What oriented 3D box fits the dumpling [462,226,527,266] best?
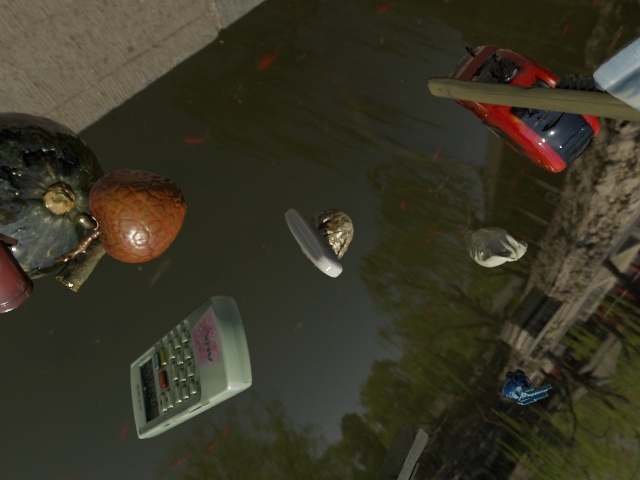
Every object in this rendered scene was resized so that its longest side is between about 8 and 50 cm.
[{"bbox_3d":[0.444,0.016,1.151,0.169,0.134,0.100,145,-56,-83],"label":"dumpling"}]

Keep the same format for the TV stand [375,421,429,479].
[{"bbox_3d":[0.107,0.433,0.776,0.040,0.049,0.256,45,60,-20],"label":"TV stand"}]

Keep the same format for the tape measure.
[{"bbox_3d":[0.353,-0.232,0.816,0.114,0.253,0.260,-50,-168,19],"label":"tape measure"}]

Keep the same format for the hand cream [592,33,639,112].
[{"bbox_3d":[0.304,-0.056,0.295,0.055,0.256,0.088,-55,-178,-14],"label":"hand cream"}]

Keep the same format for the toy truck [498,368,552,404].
[{"bbox_3d":[0.511,0.363,1.151,0.136,0.074,0.063,1,114,-38],"label":"toy truck"}]

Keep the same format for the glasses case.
[{"bbox_3d":[-0.017,0.002,0.990,0.049,0.193,0.074,-42,143,10],"label":"glasses case"}]

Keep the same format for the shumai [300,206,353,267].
[{"bbox_3d":[0.000,0.000,1.412,0.209,0.161,0.153,-37,175,42],"label":"shumai"}]

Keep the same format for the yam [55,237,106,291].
[{"bbox_3d":[-0.497,0.001,1.050,0.253,0.061,0.061,-60,156,-28],"label":"yam"}]

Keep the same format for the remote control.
[{"bbox_3d":[-0.225,0.215,0.754,0.050,0.145,0.344,5,148,-42],"label":"remote control"}]

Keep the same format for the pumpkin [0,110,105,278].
[{"bbox_3d":[-0.786,-0.114,1.231,0.454,0.344,0.454,-25,122,-50],"label":"pumpkin"}]

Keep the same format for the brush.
[{"bbox_3d":[0.187,-0.134,0.409,0.034,0.190,0.027,26,83,-58],"label":"brush"}]

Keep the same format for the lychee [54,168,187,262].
[{"bbox_3d":[-0.217,-0.018,0.518,0.140,0.101,0.114,-53,179,-28],"label":"lychee"}]

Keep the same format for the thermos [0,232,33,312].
[{"bbox_3d":[-0.585,0.023,0.781,0.232,0.099,0.124,94,-2,-48],"label":"thermos"}]
